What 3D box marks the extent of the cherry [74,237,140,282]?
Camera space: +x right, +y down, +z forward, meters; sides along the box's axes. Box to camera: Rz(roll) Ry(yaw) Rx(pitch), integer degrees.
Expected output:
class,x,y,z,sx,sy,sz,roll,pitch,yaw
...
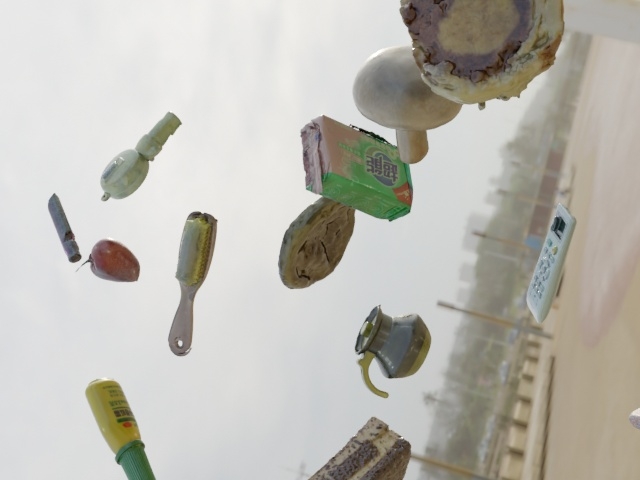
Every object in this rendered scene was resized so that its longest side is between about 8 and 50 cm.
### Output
class,x,y,z,sx,sy,sz,roll,pitch,yaw
cherry,-0.475,0.048,2.192,0.106,0.126,0.087,-28,44,44

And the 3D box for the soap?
class,x,y,z,sx,sy,sz,roll,pitch,yaw
soap,0.076,-0.150,2.086,0.273,0.098,0.218,19,-125,-38

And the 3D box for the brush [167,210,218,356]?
class,x,y,z,sx,sy,sz,roll,pitch,yaw
brush,-0.270,0.093,1.918,0.067,0.072,0.313,-32,-42,-67

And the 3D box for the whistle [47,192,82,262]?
class,x,y,z,sx,sy,sz,roll,pitch,yaw
whistle,-0.547,-0.026,2.046,0.176,0.033,0.033,61,169,28

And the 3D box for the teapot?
class,x,y,z,sx,sy,sz,roll,pitch,yaw
teapot,0.124,0.200,1.753,0.165,0.119,0.130,-65,7,-9

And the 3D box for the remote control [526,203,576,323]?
class,x,y,z,sx,sy,sz,roll,pitch,yaw
remote control,0.572,0.060,2.369,0.103,0.051,0.293,-101,20,-64

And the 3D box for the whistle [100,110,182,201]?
class,x,y,z,sx,sy,sz,roll,pitch,yaw
whistle,-0.416,-0.190,2.193,0.258,0.126,0.067,-48,-52,-6

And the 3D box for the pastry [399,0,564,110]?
class,x,y,z,sx,sy,sz,roll,pitch,yaw
pastry,0.264,-0.334,1.492,0.170,0.237,0.256,34,-142,-59

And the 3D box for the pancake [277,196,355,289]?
class,x,y,z,sx,sy,sz,roll,pitch,yaw
pancake,0.000,0.000,2.359,0.294,0.049,0.294,-40,-32,-32

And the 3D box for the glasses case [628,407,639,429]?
class,x,y,z,sx,sy,sz,roll,pitch,yaw
glasses case,0.778,0.414,2.217,0.049,0.073,0.194,63,175,5

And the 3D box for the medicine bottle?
class,x,y,z,sx,sy,sz,roll,pitch,yaw
medicine bottle,-0.445,0.454,2.183,0.076,0.309,0.111,-39,-26,18

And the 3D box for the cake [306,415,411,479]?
class,x,y,z,sx,sy,sz,roll,pitch,yaw
cake,0.071,0.492,1.958,0.246,0.112,0.135,-38,-34,-30

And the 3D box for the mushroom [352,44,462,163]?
class,x,y,z,sx,sy,sz,roll,pitch,yaw
mushroom,0.164,-0.249,1.779,0.207,0.207,0.215,-60,-30,-51
